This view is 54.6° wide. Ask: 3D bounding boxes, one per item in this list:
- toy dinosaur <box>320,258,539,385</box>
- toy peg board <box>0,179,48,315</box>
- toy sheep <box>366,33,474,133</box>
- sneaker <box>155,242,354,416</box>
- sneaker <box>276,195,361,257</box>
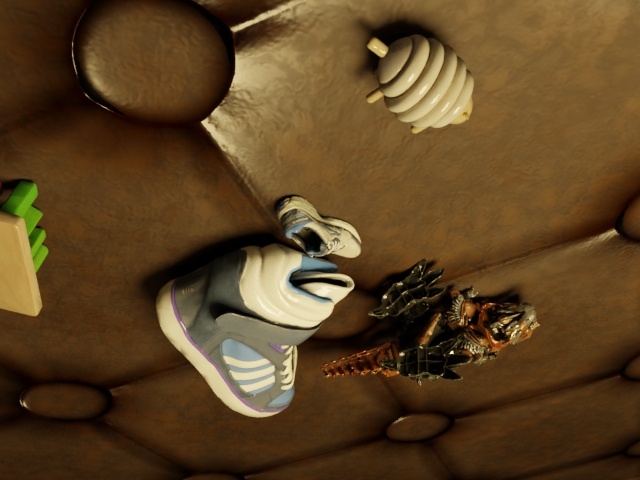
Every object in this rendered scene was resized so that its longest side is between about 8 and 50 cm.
[{"bbox_3d":[0.166,0.161,0.936,0.322,0.164,0.218,-37,153,0],"label":"toy dinosaur"},{"bbox_3d":[-0.389,-0.008,0.697,0.160,0.079,0.161,14,136,-3],"label":"toy peg board"},{"bbox_3d":[0.095,-0.152,0.597,0.132,0.091,0.091,24,130,-26],"label":"toy sheep"},{"bbox_3d":[-0.046,0.130,0.861,0.236,0.130,0.323,-19,133,18],"label":"sneaker"},{"bbox_3d":[0.000,0.000,0.775,0.135,0.058,0.052,26,129,-35],"label":"sneaker"}]
